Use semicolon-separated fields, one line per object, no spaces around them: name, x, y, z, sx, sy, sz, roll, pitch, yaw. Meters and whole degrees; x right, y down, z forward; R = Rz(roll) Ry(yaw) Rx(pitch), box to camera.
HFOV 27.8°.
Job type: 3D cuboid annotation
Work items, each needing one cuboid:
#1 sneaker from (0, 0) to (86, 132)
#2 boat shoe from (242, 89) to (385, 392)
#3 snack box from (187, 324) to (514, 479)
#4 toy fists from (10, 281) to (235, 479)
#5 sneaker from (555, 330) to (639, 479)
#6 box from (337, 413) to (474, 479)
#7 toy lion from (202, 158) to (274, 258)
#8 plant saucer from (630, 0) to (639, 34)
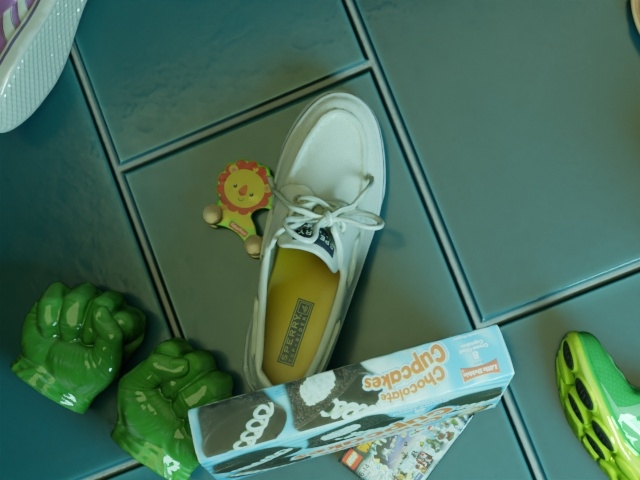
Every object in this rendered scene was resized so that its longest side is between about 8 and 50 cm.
sneaker;-0.379;-0.273;1.549;0.161;0.102;0.282;19;78;14
boat shoe;-0.009;-0.001;1.414;0.136;0.156;0.367;17;81;-2
snack box;0.032;0.175;1.348;0.322;0.187;0.060;-15;73;-3
toy fists;-0.222;0.152;1.485;0.279;0.096;0.142;32;89;11
sneaker;0.365;0.213;1.393;0.123;0.109;0.295;-36;79;-17
box;0.097;0.223;1.461;0.094;0.027;0.137;36;92;11
toy lion;-0.084;-0.043;1.513;0.100;0.034;0.096;37;84;10
plant saucer;0.447;-0.271;1.441;0.200;0.037;0.200;-1;84;9
